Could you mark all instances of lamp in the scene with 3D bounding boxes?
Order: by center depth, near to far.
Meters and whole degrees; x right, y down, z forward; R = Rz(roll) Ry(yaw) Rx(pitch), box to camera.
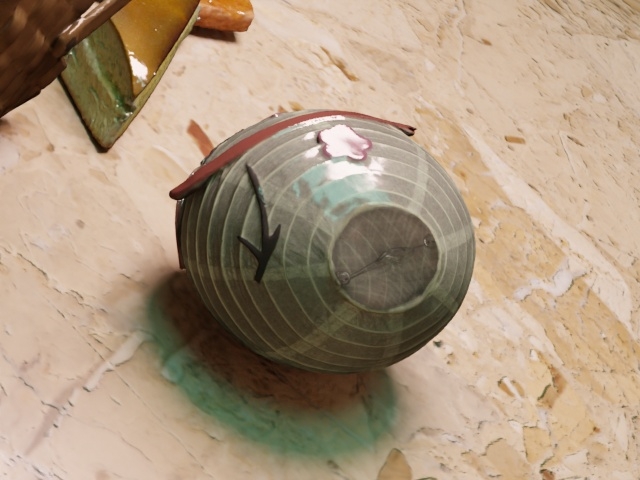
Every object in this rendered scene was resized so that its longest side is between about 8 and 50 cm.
[{"bbox_3d":[0.000,0.000,1.477,0.265,0.233,0.233,-9,51,-28],"label":"lamp"}]

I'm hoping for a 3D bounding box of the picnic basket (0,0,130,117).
[{"bbox_3d":[-0.303,-0.255,1.473,0.254,0.291,0.321,37,43,4],"label":"picnic basket"}]

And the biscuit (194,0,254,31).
[{"bbox_3d":[-0.201,-0.316,1.852,0.306,0.043,0.284,38,33,5],"label":"biscuit"}]

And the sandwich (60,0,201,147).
[{"bbox_3d":[-0.184,-0.196,1.675,0.096,0.094,0.258,33,32,-9],"label":"sandwich"}]
